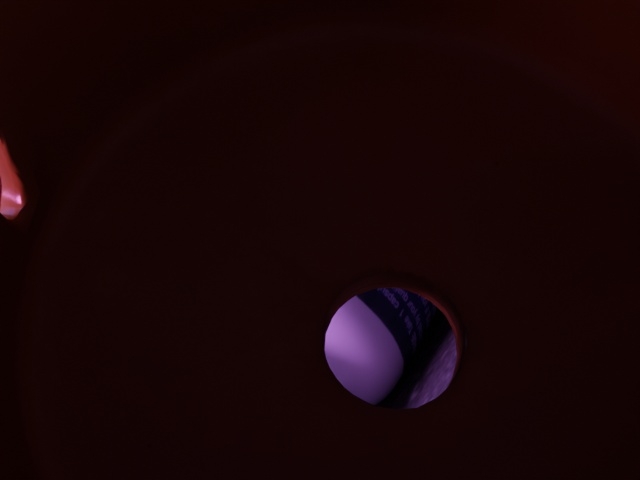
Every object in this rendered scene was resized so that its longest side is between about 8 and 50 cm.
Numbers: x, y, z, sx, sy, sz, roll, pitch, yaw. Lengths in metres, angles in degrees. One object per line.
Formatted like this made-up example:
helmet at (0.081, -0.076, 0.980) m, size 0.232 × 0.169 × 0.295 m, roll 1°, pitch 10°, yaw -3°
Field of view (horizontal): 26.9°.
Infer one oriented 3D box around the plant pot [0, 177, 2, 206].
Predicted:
plant pot at (-0.126, -0.035, 0.883) m, size 0.267 × 0.236 × 0.267 m, roll -16°, pitch 37°, yaw 57°

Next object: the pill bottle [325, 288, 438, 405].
pill bottle at (0.000, 0.000, 0.735) m, size 0.264 × 0.153 × 0.153 m, roll -59°, pitch 8°, yaw -26°

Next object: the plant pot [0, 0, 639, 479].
plant pot at (0.025, -0.010, 0.257) m, size 0.291 × 0.291 × 0.203 m, roll -58°, pitch -8°, yaw -21°
